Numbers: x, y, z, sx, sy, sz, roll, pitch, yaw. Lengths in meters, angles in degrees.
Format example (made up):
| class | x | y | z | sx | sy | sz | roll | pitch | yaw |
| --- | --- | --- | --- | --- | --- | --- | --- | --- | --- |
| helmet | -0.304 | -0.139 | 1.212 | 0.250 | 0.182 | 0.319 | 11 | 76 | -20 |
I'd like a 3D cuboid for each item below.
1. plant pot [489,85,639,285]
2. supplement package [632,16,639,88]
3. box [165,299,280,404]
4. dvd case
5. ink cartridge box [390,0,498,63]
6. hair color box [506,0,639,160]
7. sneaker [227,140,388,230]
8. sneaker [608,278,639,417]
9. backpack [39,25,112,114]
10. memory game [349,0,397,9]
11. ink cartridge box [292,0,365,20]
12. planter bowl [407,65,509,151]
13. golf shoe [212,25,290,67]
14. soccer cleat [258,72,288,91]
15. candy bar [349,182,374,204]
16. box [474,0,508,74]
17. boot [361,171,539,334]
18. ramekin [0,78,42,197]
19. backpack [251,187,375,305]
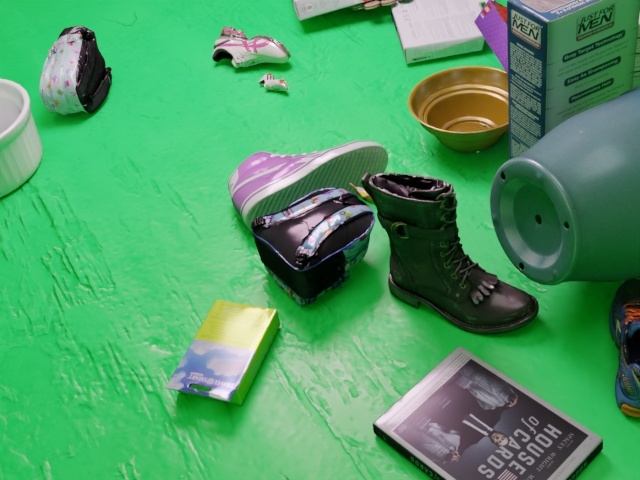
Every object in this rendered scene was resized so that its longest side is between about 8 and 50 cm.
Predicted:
| class | x | y | z | sx | sy | sz | roll | pitch | yaw |
| --- | --- | --- | --- | --- | --- | --- | --- | --- | --- |
| plant pot | 0.392 | -0.057 | 1.260 | 0.255 | 0.271 | 0.271 | -19 | 42 | -23 |
| supplement package | 0.604 | -0.427 | 1.742 | 0.204 | 0.145 | 0.261 | -10 | 41 | 2 |
| box | -0.141 | 0.169 | 1.324 | 0.109 | 0.042 | 0.178 | 7 | 45 | 20 |
| dvd case | 0.214 | 0.255 | 1.166 | 0.179 | 0.029 | 0.239 | -37 | 47 | -25 |
| ink cartridge box | 0.274 | -0.468 | 1.930 | 0.224 | 0.045 | 0.223 | -10 | 40 | 4 |
| hair color box | 0.398 | -0.242 | 1.433 | 0.174 | 0.347 | 0.105 | -24 | 43 | -15 |
| sneaker | -0.031 | -0.132 | 1.592 | 0.282 | 0.102 | 0.161 | -21 | 40 | -11 |
| sneaker | 0.438 | 0.130 | 1.211 | 0.083 | 0.087 | 0.221 | 0 | 43 | 11 |
| backpack | -0.526 | -0.349 | 1.917 | 0.115 | 0.152 | 0.182 | -7 | 54 | 13 |
| memory game | 0.148 | -0.562 | 2.050 | 0.186 | 0.012 | 0.186 | -14 | 25 | 7 |
| ink cartridge box | 0.047 | -0.583 | 2.065 | 0.232 | 0.066 | 0.189 | -18 | 29 | 4 |
| planter bowl | 0.271 | -0.223 | 1.631 | 0.217 | 0.090 | 0.217 | -6 | 42 | 5 |
| golf shoe | -0.150 | -0.404 | 1.950 | 0.186 | 0.067 | 0.086 | 18 | 76 | 28 |
| soccer cleat | -0.098 | -0.324 | 1.870 | 0.036 | 0.029 | 0.083 | -38 | 45 | -15 |
| candy bar | 0.113 | -0.059 | 1.469 | 0.162 | 0.018 | 0.040 | 19 | 16 | -36 |
| box | 0.419 | -0.325 | 1.659 | 0.201 | 0.057 | 0.293 | 17 | 35 | -25 |
| boot | 0.184 | 0.013 | 1.287 | 0.263 | 0.229 | 0.091 | 15 | 48 | 26 |
| ramekin | -0.688 | -0.189 | 1.766 | 0.277 | 0.135 | 0.277 | -6 | 43 | 6 |
| backpack | 0.000 | 0.000 | 1.424 | 0.173 | 0.116 | 0.158 | -32 | 46 | -21 |
